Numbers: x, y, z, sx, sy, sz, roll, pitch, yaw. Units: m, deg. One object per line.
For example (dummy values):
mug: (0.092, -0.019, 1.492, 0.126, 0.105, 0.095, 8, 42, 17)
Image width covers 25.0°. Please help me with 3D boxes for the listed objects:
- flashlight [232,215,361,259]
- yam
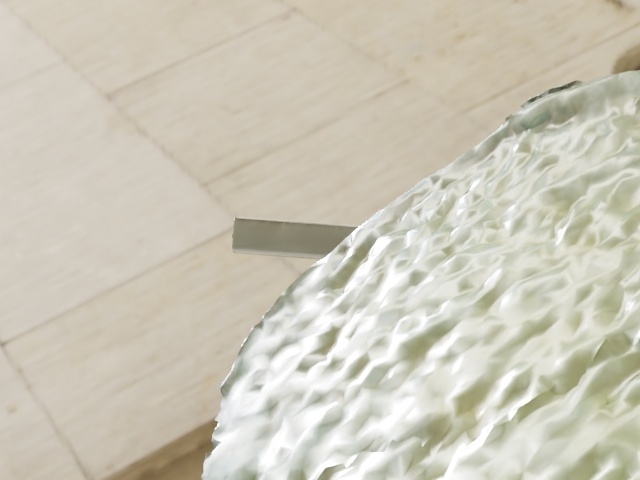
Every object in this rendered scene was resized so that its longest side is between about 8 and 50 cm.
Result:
flashlight: (0.000, 0.000, 0.690, 0.018, 0.083, 0.018, 66, 28, -86)
yam: (0.154, 0.129, 0.387, 0.348, 0.241, 0.241, 45, -13, -17)
